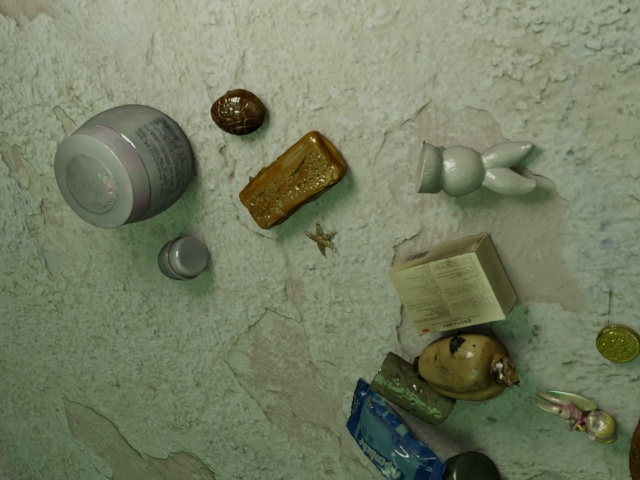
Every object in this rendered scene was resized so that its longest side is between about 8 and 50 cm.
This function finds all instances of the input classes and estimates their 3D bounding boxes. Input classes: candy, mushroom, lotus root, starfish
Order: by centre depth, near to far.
[{"bbox_3d":[0.317,0.269,1.482,0.256,0.140,0.154,-7,125,44],"label":"lotus root"},{"bbox_3d":[-0.185,-0.284,1.513,0.109,0.085,0.126,51,134,-4],"label":"mushroom"},{"bbox_3d":[0.000,0.000,1.604,0.086,0.016,0.092,10,122,29],"label":"starfish"},{"bbox_3d":[0.176,0.506,1.679,0.331,0.077,0.187,43,130,43],"label":"candy"}]

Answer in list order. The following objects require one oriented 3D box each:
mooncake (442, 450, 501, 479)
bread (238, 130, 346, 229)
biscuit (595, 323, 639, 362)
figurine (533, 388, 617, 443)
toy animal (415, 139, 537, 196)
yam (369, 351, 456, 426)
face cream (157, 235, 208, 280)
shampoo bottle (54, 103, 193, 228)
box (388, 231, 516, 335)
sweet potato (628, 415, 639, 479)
[{"bbox_3d":[0.351,0.588,1.610,0.175,0.168,0.104,40,128,-11],"label":"mooncake"},{"bbox_3d":[-0.068,-0.135,1.530,0.271,0.077,0.139,-35,91,37],"label":"bread"},{"bbox_3d":[0.592,0.205,1.353,0.084,0.023,0.084,14,122,24],"label":"biscuit"},{"bbox_3d":[0.544,0.374,1.449,0.187,0.083,0.083,21,124,12],"label":"figurine"},{"bbox_3d":[0.297,-0.135,1.317,0.220,0.131,0.104,3,84,2],"label":"toy animal"},{"bbox_3d":[0.219,0.352,1.604,0.194,0.107,0.107,30,127,12],"label":"yam"},{"bbox_3d":[-0.360,0.048,1.780,0.104,0.117,0.117,-14,108,45],"label":"face cream"},{"bbox_3d":[-0.462,-0.177,1.623,0.273,0.266,0.273,13,120,24],"label":"shampoo bottle"},{"bbox_3d":[0.277,0.096,1.437,0.212,0.095,0.168,-17,104,37],"label":"box"},{"bbox_3d":[0.672,0.450,1.412,0.072,0.066,0.314,-16,110,-7],"label":"sweet potato"}]
